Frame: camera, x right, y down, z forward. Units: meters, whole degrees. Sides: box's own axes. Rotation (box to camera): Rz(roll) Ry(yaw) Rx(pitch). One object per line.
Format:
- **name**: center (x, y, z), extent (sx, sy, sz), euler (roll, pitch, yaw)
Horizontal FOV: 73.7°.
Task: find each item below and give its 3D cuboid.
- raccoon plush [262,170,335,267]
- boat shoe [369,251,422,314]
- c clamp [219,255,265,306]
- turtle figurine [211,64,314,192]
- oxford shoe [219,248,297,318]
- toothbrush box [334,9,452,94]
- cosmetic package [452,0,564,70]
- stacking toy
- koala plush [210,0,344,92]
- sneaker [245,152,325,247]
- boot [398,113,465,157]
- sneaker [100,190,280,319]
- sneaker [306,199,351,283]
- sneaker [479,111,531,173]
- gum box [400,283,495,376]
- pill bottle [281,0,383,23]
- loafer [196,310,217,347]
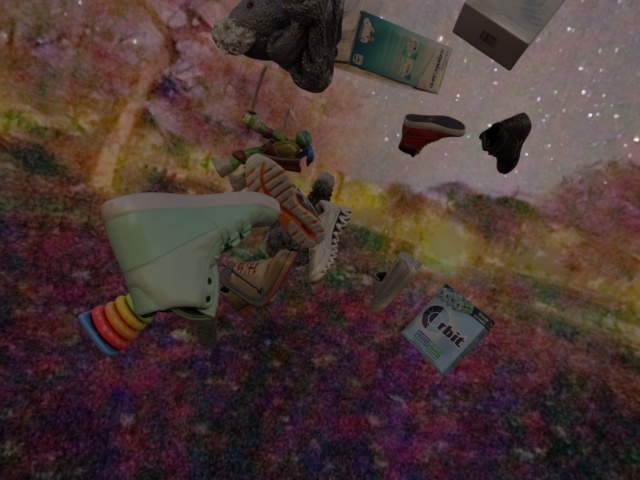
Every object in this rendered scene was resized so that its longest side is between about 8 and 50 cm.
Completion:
- **raccoon plush**: center (-0.086, -0.086, 1.586), extent (0.216, 0.447, 0.299), euler (18, -3, -4)
- **boat shoe**: center (0.183, 0.112, 1.150), extent (0.081, 0.228, 0.079), euler (41, 41, 9)
- **c clamp**: center (-0.203, 0.106, 1.112), extent (0.160, 0.022, 0.137), euler (39, 17, -1)
- **turtle figurine**: center (-0.170, -0.277, 1.196), extent (0.275, 0.266, 0.198), euler (59, 4, -5)
- **oxford shoe**: center (-0.214, 0.127, 1.368), extent (0.146, 0.397, 0.140), euler (38, 42, -9)
- **toothbrush box**: center (0.161, -0.497, 1.140), extent (0.295, 0.126, 0.216), euler (4, 21, -30)
- **cosmetic package**: center (0.567, -0.687, 1.281), extent (0.224, 0.225, 0.138), euler (38, -8, 7)
- **stacking toy**: center (-0.579, 0.215, 1.359), extent (0.166, 0.301, 0.175), euler (54, -9, -4)
- **koala plush**: center (-0.081, -0.394, 0.814), extent (0.221, 0.203, 0.196), euler (11, 40, 9)
- **sneaker**: center (-0.072, -0.080, 0.837), extent (0.215, 0.084, 0.083), euler (54, 13, -25)
- **boot**: center (0.440, -0.404, 1.701), extent (0.244, 0.176, 0.088), euler (8, 48, 5)
- **sneaker**: center (-0.138, 0.019, 0.543), extent (0.094, 0.151, 0.255), euler (-13, -1, 36)
- **sneaker**: center (0.000, 0.000, 1.337), extent (0.118, 0.292, 0.110), euler (28, -32, -16)
- **sneaker**: center (0.528, -0.274, 1.267), extent (0.130, 0.087, 0.227), euler (-14, -27, 3)
- **gum box**: center (0.328, 0.230, 1.111), extent (0.041, 0.184, 0.157), euler (40, 2, -46)
- **pill bottle**: center (-0.019, -0.744, 1.334), extent (0.392, 0.224, 0.224), euler (26, 4, -5)
- **loafer**: center (-0.430, 0.263, 1.606), extent (0.096, 0.268, 0.084), euler (-2, -5, -9)
